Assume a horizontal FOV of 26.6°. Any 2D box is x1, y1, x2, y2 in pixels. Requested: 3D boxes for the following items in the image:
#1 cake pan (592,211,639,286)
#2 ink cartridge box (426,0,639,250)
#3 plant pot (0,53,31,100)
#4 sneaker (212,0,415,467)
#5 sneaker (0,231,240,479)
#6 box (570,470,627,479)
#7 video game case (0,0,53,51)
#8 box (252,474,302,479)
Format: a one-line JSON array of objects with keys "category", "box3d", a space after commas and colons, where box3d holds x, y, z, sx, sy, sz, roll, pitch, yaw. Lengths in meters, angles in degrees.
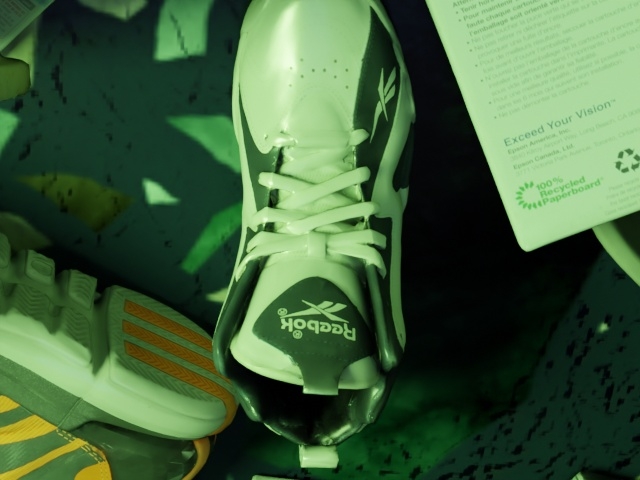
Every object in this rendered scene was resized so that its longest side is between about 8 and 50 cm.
[{"category": "cake pan", "box3d": [0.256, -0.087, 0.651, 0.293, 0.054, 0.293, -1, 116, -2]}, {"category": "ink cartridge box", "box3d": [0.152, -0.131, 0.570, 0.223, 0.045, 0.224, -20, 114, 8]}, {"category": "plant pot", "box3d": [-0.267, -0.201, 0.441, 0.333, 0.334, 0.305, 1, 100, -3]}, {"category": "sneaker", "box3d": [0.000, 0.000, 0.628, 0.094, 0.153, 0.235, 6, 115, -6]}, {"category": "sneaker", "box3d": [-0.214, 0.075, 0.672, 0.321, 0.124, 0.180, 30, 110, -16]}, {"category": "box", "box3d": [0.335, 0.409, 0.665, 0.480, 0.472, 0.297, 14, 115, -8]}, {"category": "video game case", "box3d": [-0.168, -0.175, 0.611, 0.143, 0.019, 0.157, -40, 110, 15]}, {"category": "box", "box3d": [0.005, 0.233, 0.714, 0.103, 0.203, 0.114, 8, 116, -6]}]
